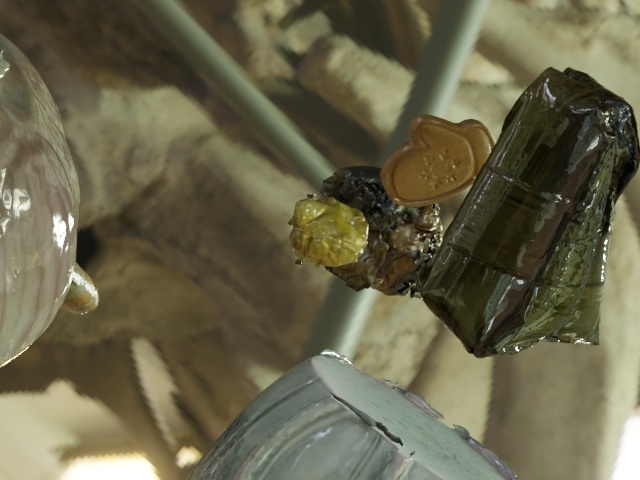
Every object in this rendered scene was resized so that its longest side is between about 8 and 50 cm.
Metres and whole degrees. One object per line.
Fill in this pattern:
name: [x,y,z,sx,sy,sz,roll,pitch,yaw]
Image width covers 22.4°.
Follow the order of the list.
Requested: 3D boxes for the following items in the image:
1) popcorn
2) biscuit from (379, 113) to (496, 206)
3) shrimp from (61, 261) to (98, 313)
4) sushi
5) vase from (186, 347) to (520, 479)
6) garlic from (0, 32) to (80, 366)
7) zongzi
popcorn: [0.000,0.000,1.564,0.084,0.084,0.084,32,-26,18]
biscuit: [0.135,-0.096,1.875,0.118,0.140,0.023,62,1,-38]
shrimp: [-0.393,0.026,2.208,0.152,0.063,0.287,26,-16,23]
sushi: [0.104,-0.004,2.594,0.213,0.204,0.200,-57,-132,34]
vase: [-0.050,0.307,1.120,0.250,0.445,0.250,33,5,-3]
garlic: [-0.296,-0.042,1.065,0.317,0.317,0.259,44,-54,-7]
zongzi: [0.261,-0.012,1.645,0.300,0.286,0.138,16,17,-47]
